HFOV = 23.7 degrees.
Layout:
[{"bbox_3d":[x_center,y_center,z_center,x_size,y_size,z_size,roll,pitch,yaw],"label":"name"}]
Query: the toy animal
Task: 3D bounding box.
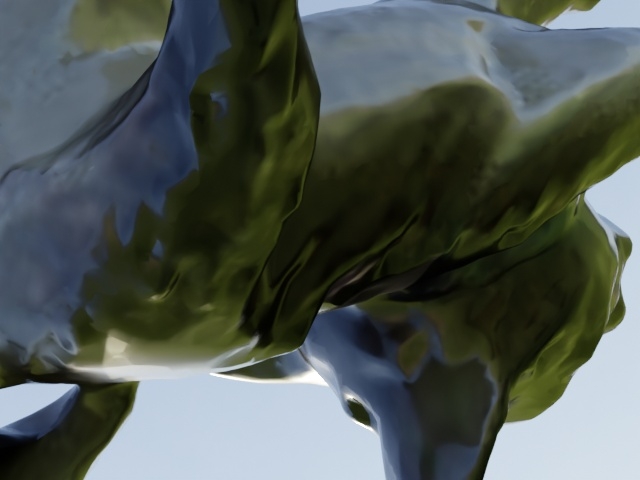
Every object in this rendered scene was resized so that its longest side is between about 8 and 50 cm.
[{"bbox_3d":[0.000,0.000,0.567,0.344,0.194,0.302,18,-75,-45],"label":"toy animal"}]
